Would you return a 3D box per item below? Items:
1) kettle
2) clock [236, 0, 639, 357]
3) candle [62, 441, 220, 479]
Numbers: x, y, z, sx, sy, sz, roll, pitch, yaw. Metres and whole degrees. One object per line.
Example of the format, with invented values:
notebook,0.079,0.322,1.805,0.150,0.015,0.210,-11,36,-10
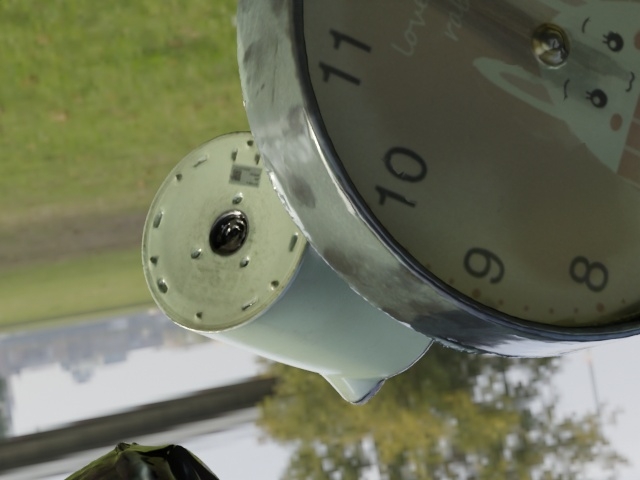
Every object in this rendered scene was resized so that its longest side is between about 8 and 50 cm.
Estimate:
kettle,0.000,0.000,1.299,0.165,0.240,0.255,7,168,37
clock,0.140,-0.119,0.941,0.386,0.386,0.076,-8,177,-24
candle,-0.174,0.282,0.891,0.342,0.221,0.221,-33,179,-3
